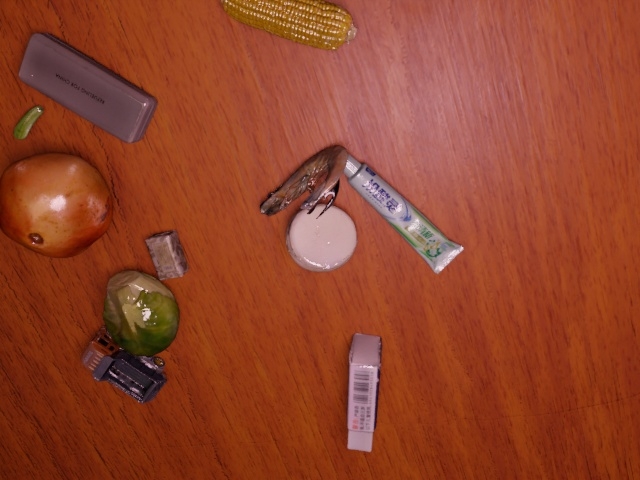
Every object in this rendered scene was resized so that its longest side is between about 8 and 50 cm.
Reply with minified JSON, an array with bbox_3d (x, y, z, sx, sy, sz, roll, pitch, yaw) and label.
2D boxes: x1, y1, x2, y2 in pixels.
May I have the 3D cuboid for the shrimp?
[{"bbox_3d":[-0.030,-0.088,0.941,0.219,0.152,0.046,-34,125,24],"label":"shrimp"}]

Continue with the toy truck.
[{"bbox_3d":[-0.440,0.282,1.146,0.192,0.092,0.083,37,111,-6],"label":"toy truck"}]

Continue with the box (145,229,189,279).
[{"bbox_3d":[-0.321,0.031,1.066,0.062,0.045,0.098,-9,107,11],"label":"box"}]

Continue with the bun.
[{"bbox_3d":[0.000,0.000,0.994,0.139,0.094,0.138,1,77,-5],"label":"bun"}]

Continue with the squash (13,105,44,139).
[{"bbox_3d":[-0.586,-0.237,1.017,0.027,0.027,0.089,42,107,-8],"label":"squash"}]

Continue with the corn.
[{"bbox_3d":[-0.053,-0.384,0.869,0.239,0.080,0.080,18,111,4],"label":"corn"}]

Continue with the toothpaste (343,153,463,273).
[{"bbox_3d":[0.150,-0.054,0.979,0.297,0.048,0.075,42,105,-12],"label":"toothpaste"}]

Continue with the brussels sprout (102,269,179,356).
[{"bbox_3d":[-0.376,0.154,1.069,0.162,0.144,0.180,29,136,41],"label":"brussels sprout"}]

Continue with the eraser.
[{"bbox_3d":[0.091,0.319,1.074,0.068,0.124,0.209,3,110,5],"label":"eraser"}]

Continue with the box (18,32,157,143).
[{"bbox_3d":[-0.439,-0.287,0.964,0.244,0.055,0.103,31,110,-4],"label":"box"}]

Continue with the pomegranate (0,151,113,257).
[{"bbox_3d":[-0.510,-0.065,0.977,0.209,0.209,0.208,2,110,7],"label":"pomegranate"}]
